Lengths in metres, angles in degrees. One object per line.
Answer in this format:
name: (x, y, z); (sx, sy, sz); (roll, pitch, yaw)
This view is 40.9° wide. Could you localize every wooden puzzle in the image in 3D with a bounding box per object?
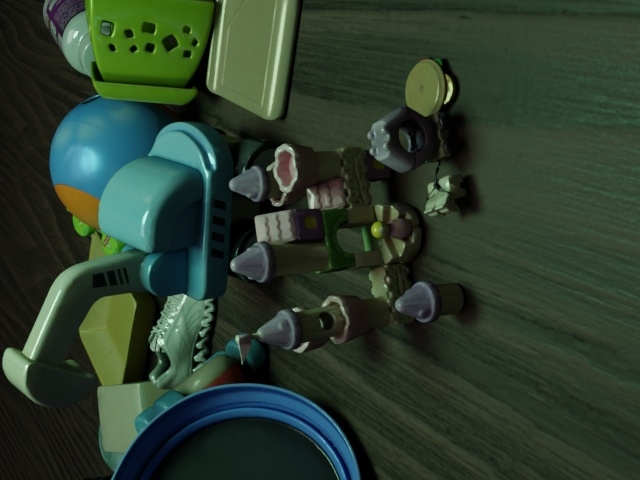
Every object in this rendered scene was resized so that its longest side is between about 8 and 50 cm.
wooden puzzle: (-0.117, -0.344, 1.510); (0.239, 0.044, 0.221); (31, 118, 48)

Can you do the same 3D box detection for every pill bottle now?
pill bottle: (-0.550, -0.496, 2.061); (0.301, 0.169, 0.169); (50, 133, 45)

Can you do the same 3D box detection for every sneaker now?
sneaker: (-0.285, 0.170, 1.748); (0.110, 0.118, 0.292); (18, 106, 58)

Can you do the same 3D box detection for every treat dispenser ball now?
treat dispenser ball: (-0.396, -0.155, 1.731); (0.288, 0.288, 0.288); (8, 99, 58)

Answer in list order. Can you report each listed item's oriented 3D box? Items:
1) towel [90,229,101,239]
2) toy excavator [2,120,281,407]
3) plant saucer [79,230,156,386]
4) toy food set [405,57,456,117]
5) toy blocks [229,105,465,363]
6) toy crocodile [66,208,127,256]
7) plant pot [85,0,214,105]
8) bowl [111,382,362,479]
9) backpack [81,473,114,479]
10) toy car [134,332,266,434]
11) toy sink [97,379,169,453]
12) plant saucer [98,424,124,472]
towel: (-0.549, -0.150, 2.197); (0.312, 0.056, 0.324); (-39, 59, 52)
toy excavator: (-0.297, 0.022, 1.414); (0.222, 0.445, 0.432); (21, 111, 44)
plant saucer: (-0.497, 0.192, 2.120); (0.333, 0.081, 0.332); (48, 132, 45)
toy food set: (0.140, -0.198, 1.124); (0.083, 0.020, 0.082); (-56, 47, 45)
toy blocks: (0.000, 0.000, 1.130); (0.309, 0.260, 0.288); (-19, 78, 58)
toy crocodile: (-0.476, -0.045, 1.987); (0.340, 0.115, 0.105); (30, 122, 37)
plant pot: (-0.338, -0.382, 1.648); (0.228, 0.227, 0.207); (-123, 38, -62)
bowl: (-0.127, 0.405, 1.293); (0.077, 0.391, 0.391); (79, 165, -52)
backpack: (-0.446, 0.603, 1.902); (0.276, 0.263, 0.213); (-22, 75, 56)
toy car: (-0.164, 0.334, 1.541); (0.238, 0.219, 0.210); (51, 142, 2)
toy sink: (-0.387, 0.389, 1.914); (0.234, 0.131, 0.152); (-17, 78, 52)
plant saucer: (-0.556, 0.533, 2.284); (0.195, 0.037, 0.195); (8, 100, 57)
